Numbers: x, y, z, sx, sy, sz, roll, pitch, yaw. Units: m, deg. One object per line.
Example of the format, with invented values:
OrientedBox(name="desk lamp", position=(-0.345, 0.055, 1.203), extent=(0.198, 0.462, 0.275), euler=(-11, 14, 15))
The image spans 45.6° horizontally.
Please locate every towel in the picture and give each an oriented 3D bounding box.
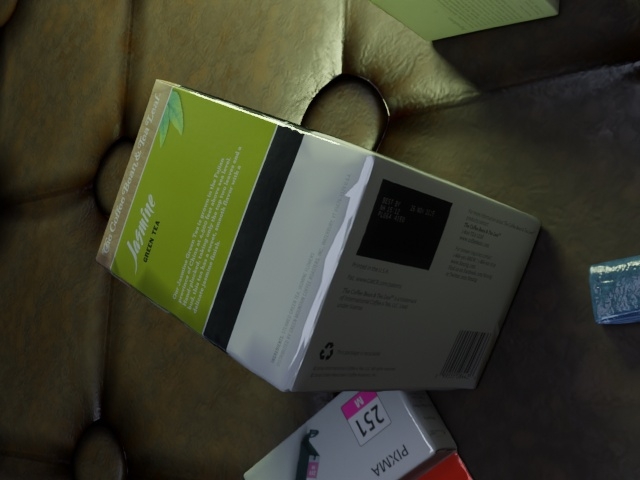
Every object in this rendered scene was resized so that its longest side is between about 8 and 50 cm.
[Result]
OrientedBox(name="towel", position=(0.326, 0.046, 0.752), extent=(0.119, 0.029, 0.067), euler=(-13, 72, 37))

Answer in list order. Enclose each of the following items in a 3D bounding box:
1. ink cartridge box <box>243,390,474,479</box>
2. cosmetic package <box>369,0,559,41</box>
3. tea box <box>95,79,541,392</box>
OrientedBox(name="ink cartridge box", position=(0.051, 0.316, 0.906), extent=(0.275, 0.060, 0.239), euler=(-44, 56, 24))
OrientedBox(name="cosmetic package", position=(0.166, -0.341, 0.880), extent=(0.183, 0.151, 0.151), euler=(-1, 79, 39))
OrientedBox(name="tea box", position=(0.000, 0.000, 0.834), extent=(0.323, 0.329, 0.220), euler=(27, 99, 41))
